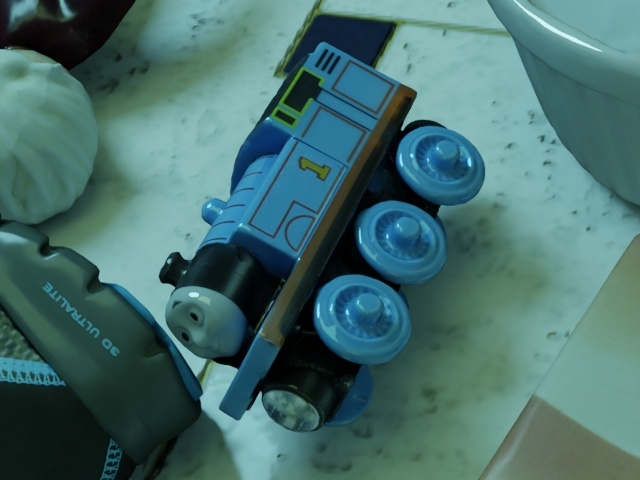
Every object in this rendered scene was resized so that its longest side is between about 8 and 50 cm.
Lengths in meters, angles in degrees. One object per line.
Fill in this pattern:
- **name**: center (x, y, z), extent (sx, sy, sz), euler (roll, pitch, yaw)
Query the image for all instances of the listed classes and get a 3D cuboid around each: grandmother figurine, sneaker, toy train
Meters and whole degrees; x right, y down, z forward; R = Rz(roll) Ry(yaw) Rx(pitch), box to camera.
- **grandmother figurine**: center (-0.155, -0.152, 0.908), extent (0.208, 0.104, 0.342), euler (-28, 43, 31)
- **sneaker**: center (-0.216, 0.003, 0.712), extent (0.341, 0.125, 0.139), euler (39, 78, 17)
- **toy train**: center (0.000, 0.000, 0.708), extent (0.105, 0.080, 0.184), euler (28, 51, 2)

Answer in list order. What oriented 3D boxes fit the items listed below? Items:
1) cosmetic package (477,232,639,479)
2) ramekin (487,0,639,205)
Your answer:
- **cosmetic package**: center (0.105, 0.157, 0.520), extent (0.153, 0.129, 0.296), euler (19, 58, 29)
- **ramekin**: center (0.210, -0.121, 0.738), extent (0.273, 0.127, 0.273), euler (-8, 48, 9)
